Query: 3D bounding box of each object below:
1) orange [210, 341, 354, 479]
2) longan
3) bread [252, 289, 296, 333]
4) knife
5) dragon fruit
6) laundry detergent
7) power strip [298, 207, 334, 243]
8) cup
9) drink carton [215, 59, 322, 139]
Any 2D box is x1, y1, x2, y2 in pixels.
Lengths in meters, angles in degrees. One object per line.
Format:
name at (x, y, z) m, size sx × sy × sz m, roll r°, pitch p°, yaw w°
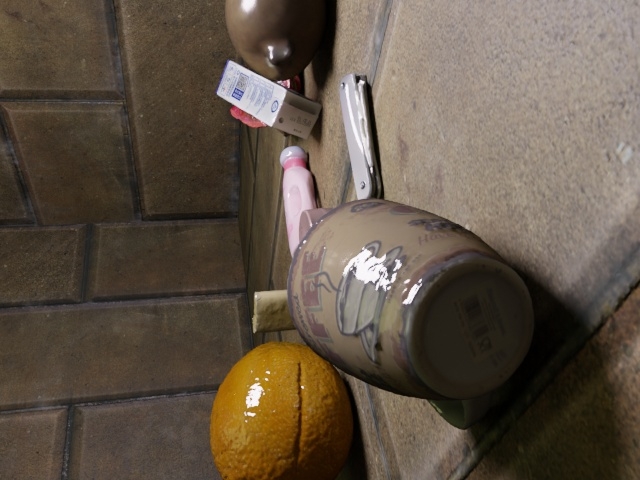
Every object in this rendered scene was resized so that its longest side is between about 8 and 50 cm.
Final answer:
orange at (-0.087, 0.402, 1.325) m, size 0.322 × 0.322 × 0.357 m, roll 103°, pitch 166°, yaw -50°
longan at (-0.101, -0.523, 1.379) m, size 0.300 × 0.243 × 0.300 m, roll -13°, pitch -90°, yaw -88°
bread at (-0.105, 0.199, 1.686) m, size 0.060 × 0.178 × 0.139 m, roll -116°, pitch 29°, yaw -58°
knife at (0.078, -0.197, 1.100) m, size 0.073 × 0.040 × 0.266 m, roll 142°, pitch 125°, yaw -61°
dragon fruit at (-0.122, -0.401, 1.737) m, size 0.262 × 0.134 × 0.211 m, roll -39°, pitch 62°, yaw 30°
laundry detergent at (-0.056, -0.111, 1.609) m, size 0.159 × 0.088 × 0.335 m, roll 115°, pitch 150°, yaw -55°
power strip at (0.000, 0.000, 1.399) m, size 0.154 × 0.078 × 0.154 m, roll 175°, pitch 90°, yaw -75°
cup at (0.118, 0.107, 0.667) m, size 0.301 × 0.227 × 0.257 m, roll 61°, pitch 169°, yaw -16°
drink carton at (-0.144, -0.376, 1.561) m, size 0.315 × 0.130 × 0.107 m, roll 38°, pitch 110°, yaw 43°
